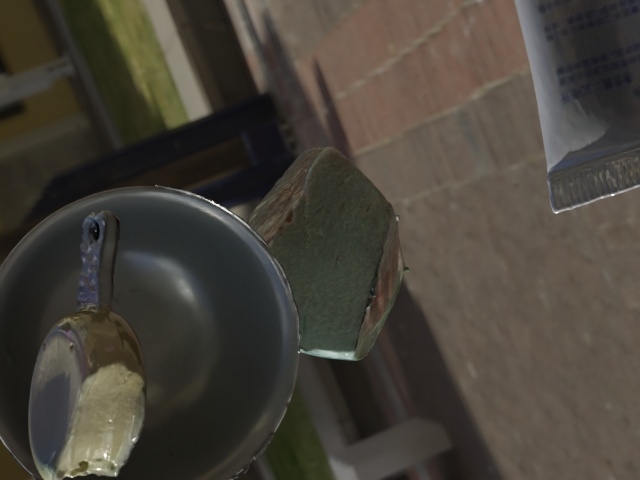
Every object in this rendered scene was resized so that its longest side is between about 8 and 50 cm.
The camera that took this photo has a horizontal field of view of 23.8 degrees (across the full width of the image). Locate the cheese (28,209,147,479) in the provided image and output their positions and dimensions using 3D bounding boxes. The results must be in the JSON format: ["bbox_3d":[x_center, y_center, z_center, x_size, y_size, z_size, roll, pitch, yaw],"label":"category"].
[{"bbox_3d":[-0.142,0.070,0.947,0.092,0.048,0.171,26,104,52],"label":"cheese"}]

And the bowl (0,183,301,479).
[{"bbox_3d":[-0.207,0.108,1.632,0.157,0.346,0.345,12,124,68],"label":"bowl"}]

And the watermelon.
[{"bbox_3d":[0.000,0.000,1.917,0.228,0.387,0.258,23,116,16],"label":"watermelon"}]

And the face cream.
[{"bbox_3d":[0.240,-0.253,1.182,0.137,0.235,0.420,16,-120,-56],"label":"face cream"}]
